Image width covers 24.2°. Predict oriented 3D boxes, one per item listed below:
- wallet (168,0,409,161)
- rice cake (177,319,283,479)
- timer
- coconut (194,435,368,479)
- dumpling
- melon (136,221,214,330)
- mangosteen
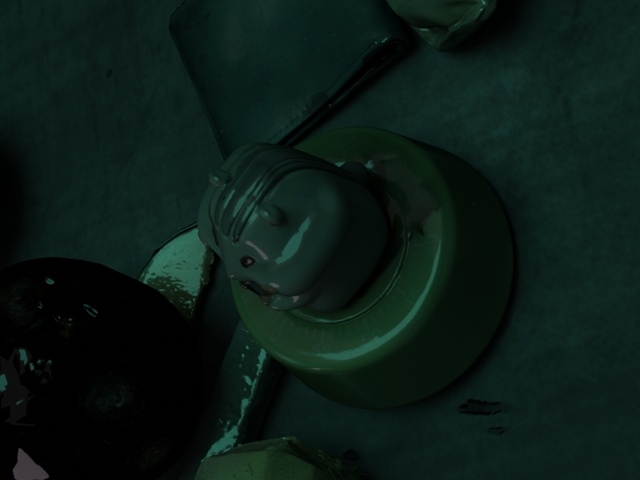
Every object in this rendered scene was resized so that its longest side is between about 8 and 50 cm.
[{"bbox_3d":[-0.044,-0.242,1.739,0.290,0.054,0.251,-38,58,26],"label":"wallet"},{"bbox_3d":[-0.115,0.250,1.667,0.066,0.063,0.336,21,91,26],"label":"rice cake"},{"bbox_3d":[0.000,0.000,1.458,0.290,0.315,0.291,-9,72,27],"label":"timer"},{"bbox_3d":[-0.055,0.295,1.541,0.194,0.194,0.194,-10,73,35],"label":"coconut"},{"bbox_3d":[0.131,-0.269,1.581,0.199,0.118,0.136,-165,76,-66],"label":"dumpling"},{"bbox_3d":[-0.177,0.060,1.769,0.098,0.054,0.182,11,87,32],"label":"melon"},{"bbox_3d":[-0.281,0.167,1.631,0.297,0.297,0.293,38,113,37],"label":"mangosteen"}]
